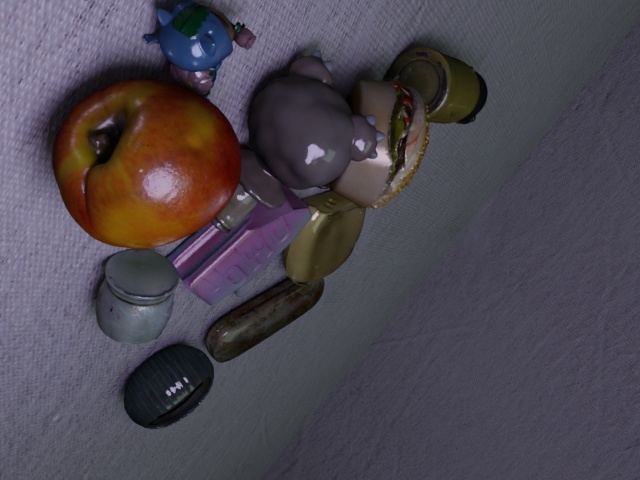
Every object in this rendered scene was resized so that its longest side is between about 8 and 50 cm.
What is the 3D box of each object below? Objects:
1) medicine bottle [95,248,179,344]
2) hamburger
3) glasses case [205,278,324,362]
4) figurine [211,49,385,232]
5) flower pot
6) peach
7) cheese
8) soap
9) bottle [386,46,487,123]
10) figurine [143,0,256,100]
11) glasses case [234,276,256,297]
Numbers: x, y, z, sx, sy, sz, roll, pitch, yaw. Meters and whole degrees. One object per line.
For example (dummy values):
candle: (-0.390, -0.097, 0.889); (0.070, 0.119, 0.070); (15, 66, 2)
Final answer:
medicine bottle: (-0.364, 0.110, 1.143); (0.147, 0.147, 0.143); (-19, 142, -46)
hamburger: (0.125, -0.212, 1.282); (0.302, 0.170, 0.302); (-166, -90, -78)
glasses case: (-0.156, 0.220, 1.728); (0.425, 0.098, 0.157); (-29, 146, -35)
figurine: (-0.084, -0.171, 1.117); (0.380, 0.248, 0.203); (-37, 174, 15)
flower pot: (-0.396, 0.379, 1.507); (0.243, 0.157, 0.189); (-39, 157, -19)
peach: (-0.252, -0.107, 0.874); (0.281, 0.238, 0.281); (-48, 156, -29)
cheese: (0.000, 0.000, 1.621); (0.259, 0.128, 0.316); (-16, 137, -37)
soap: (-0.176, -0.002, 1.331); (0.324, 0.109, 0.193); (-44, 157, -8)
bottle: (0.319, -0.386, 1.484); (0.351, 0.171, 0.171); (-13, 140, -56)
figurine: (-0.179, -0.294, 0.881); (0.144, 0.114, 0.178); (-43, 169, -26)
glasses case: (-0.202, 0.094, 1.520); (0.063, 0.041, 0.164); (-35, 154, -27)
